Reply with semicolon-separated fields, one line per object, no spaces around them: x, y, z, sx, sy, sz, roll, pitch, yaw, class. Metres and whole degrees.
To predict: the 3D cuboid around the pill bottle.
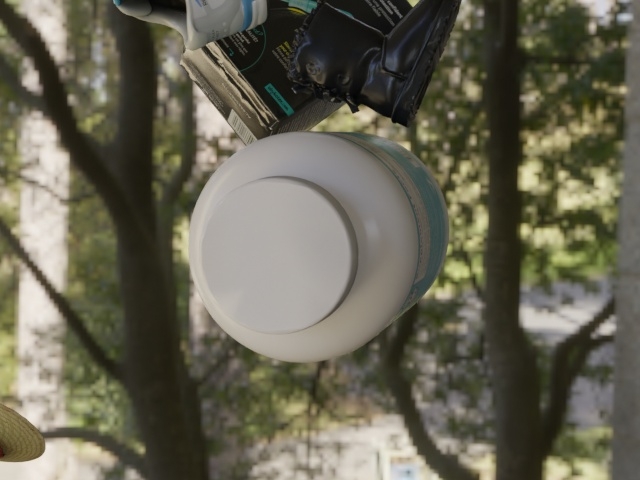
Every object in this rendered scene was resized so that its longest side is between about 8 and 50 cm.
0.000;0.000;0.948;0.146;0.146;0.264;1;4;12;pill bottle

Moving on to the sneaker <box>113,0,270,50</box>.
-0.129;-0.205;1.022;0.191;0.071;0.083;40;59;20;sneaker

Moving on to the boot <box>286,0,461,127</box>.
0.038;-0.146;1.024;0.099;0.121;0.045;24;-2;11;boot

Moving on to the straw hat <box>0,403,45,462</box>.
-0.336;0.202;1.353;0.145;0.061;0.144;13;-35;9;straw hat

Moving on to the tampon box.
-0.018;-0.169;1.213;0.161;0.120;0.101;-36;-6;-20;tampon box
